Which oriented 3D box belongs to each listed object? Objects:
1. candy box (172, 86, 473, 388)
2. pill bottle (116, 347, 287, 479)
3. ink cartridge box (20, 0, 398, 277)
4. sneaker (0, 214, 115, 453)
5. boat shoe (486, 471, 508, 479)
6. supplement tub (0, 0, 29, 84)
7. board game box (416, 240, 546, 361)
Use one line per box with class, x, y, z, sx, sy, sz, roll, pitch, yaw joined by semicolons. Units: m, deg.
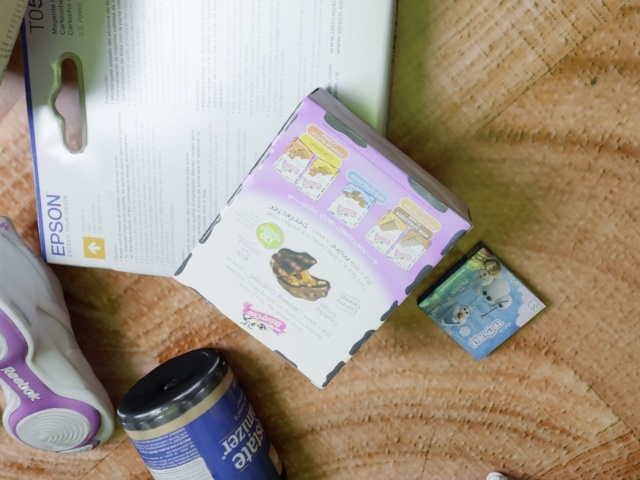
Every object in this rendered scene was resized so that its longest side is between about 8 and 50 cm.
candy box;0.000;0.000;0.589;0.165;0.070;0.196;38;110;-5
pill bottle;-0.111;0.235;0.735;0.123;0.123;0.219;-22;106;14
ink cartridge box;-0.101;-0.121;0.637;0.330;0.071;0.324;7;110;8
sneaker;-0.286;0.107;0.724;0.114;0.152;0.305;-9;131;2
boat shoe;0.204;0.308;0.753;0.319;0.116;0.099;7;67;12
supplement tub;-0.306;-0.242;0.474;0.228;0.228;0.316;22;97;-1
board game box;0.160;0.062;0.694;0.090;0.020;0.090;41;109;-9
